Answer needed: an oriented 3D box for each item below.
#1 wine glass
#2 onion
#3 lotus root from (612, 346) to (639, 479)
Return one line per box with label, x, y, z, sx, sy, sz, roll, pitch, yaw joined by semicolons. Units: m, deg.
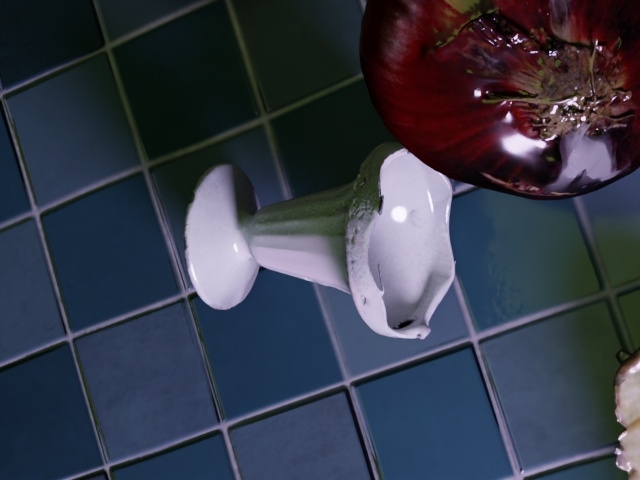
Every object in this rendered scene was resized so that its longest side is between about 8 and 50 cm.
wine glass;0.000;0.000;1.335;0.196;0.165;0.165;-1;87;30
onion;0.157;-0.167;1.233;0.273;0.285;0.273;-6;117;-11
lotus root;0.316;0.190;1.235;0.170;0.074;0.261;-20;80;17
